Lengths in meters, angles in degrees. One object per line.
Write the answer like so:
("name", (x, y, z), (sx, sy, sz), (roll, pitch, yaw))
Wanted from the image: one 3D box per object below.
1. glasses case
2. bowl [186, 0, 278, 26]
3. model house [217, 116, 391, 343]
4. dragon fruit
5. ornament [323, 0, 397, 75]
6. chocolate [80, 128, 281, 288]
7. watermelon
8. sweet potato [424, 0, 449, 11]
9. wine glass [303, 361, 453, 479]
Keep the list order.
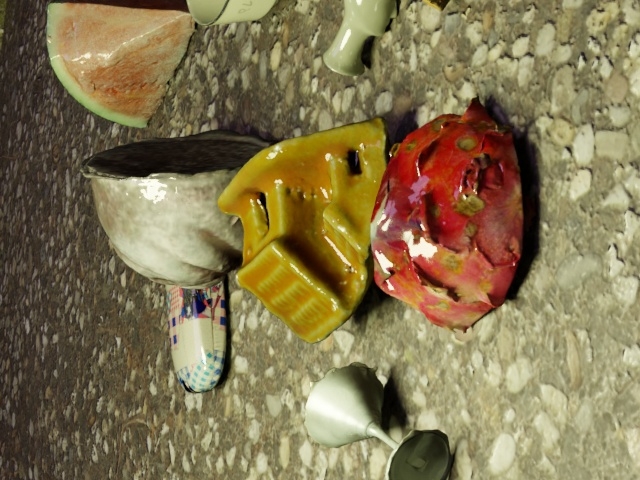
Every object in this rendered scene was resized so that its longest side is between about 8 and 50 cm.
("glasses case", (-0.207, 0.088, 2.091), (0.125, 0.076, 0.328), (-30, 61, 55))
("bowl", (-0.112, -0.437, 1.927), (0.237, 0.126, 0.238), (-11, 77, 60))
("model house", (0.000, -0.004, 1.621), (0.268, 0.173, 0.239), (-42, 50, 55))
("dragon fruit", (0.145, -0.028, 1.406), (0.161, 0.126, 0.274), (16, 101, 61))
("ornament", (0.058, -0.296, 1.662), (0.075, 0.081, 0.156), (-62, -5, -57))
("chocolate", (-0.195, -0.034, 1.891), (0.303, 0.303, 0.213), (27, 126, 59))
("watermelon", (-0.362, -0.400, 2.331), (0.292, 0.283, 0.250), (-39, 65, 21))
("sweet potato", (0.141, -0.416, 1.504), (0.112, 0.085, 0.286), (166, 107, -65))
("wine glass", (0.070, 0.234, 1.529), (0.183, 0.122, 0.122), (32, 115, 57))
